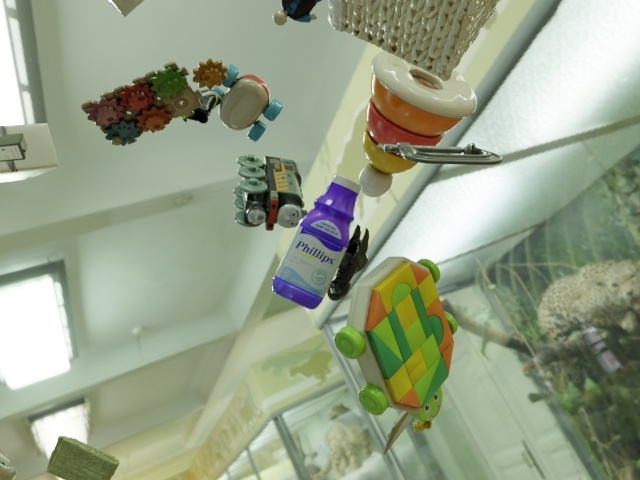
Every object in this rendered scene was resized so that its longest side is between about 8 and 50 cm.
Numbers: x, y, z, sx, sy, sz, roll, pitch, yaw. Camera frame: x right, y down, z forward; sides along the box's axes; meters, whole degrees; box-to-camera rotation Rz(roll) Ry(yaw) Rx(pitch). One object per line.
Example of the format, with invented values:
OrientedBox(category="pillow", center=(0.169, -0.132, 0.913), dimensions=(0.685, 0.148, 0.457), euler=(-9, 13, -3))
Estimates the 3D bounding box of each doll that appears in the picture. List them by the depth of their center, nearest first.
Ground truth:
OrientedBox(category="doll", center=(-0.045, -0.603, 1.474), dimensions=(0.189, 0.129, 0.046), euler=(-41, 12, 14))

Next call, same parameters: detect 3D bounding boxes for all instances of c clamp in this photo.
OrientedBox(category="c clamp", center=(0.168, -0.126, 0.845), dimensions=(0.160, 0.022, 0.137), euler=(3, 17, -2))

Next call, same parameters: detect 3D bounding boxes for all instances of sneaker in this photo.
OrientedBox(category="sneaker", center=(0.061, 0.052, 1.385), dimensions=(0.170, 0.051, 0.089), euler=(-51, -34, -19))
OrientedBox(category="sneaker", center=(-0.369, -0.395, 1.818), dimensions=(0.084, 0.097, 0.234), euler=(-27, 2, 28))

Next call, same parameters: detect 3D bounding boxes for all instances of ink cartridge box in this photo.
OrientedBox(category="ink cartridge box", center=(-0.812, -0.200, 1.440), dimensions=(0.198, 0.115, 0.273), euler=(-7, 7, 40))

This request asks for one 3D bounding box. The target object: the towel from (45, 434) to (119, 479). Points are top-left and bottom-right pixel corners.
OrientedBox(category="towel", center=(-0.530, 0.500, 1.336), dimensions=(0.110, 0.148, 0.027), euler=(-63, 5, 16))

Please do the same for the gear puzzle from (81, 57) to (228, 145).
OrientedBox(category="gear puzzle", center=(-0.365, -0.322, 1.403), dimensions=(0.338, 0.044, 0.175), euler=(-25, -29, 1))

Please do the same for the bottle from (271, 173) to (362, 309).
OrientedBox(category="bottle", center=(0.000, 0.000, 1.267), dimensions=(0.283, 0.118, 0.092), euler=(-64, 6, -1))

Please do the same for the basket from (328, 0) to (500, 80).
OrientedBox(category="basket", center=(0.204, -0.517, 1.015), dimensions=(0.331, 0.266, 0.328), euler=(-56, -9, -14))

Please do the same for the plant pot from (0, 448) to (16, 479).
OrientedBox(category="plant pot", center=(-0.721, 0.453, 1.025), dimensions=(0.305, 0.334, 0.334), euler=(-48, -11, -25))

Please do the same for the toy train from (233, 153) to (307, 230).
OrientedBox(category="toy train", center=(-0.140, -0.137, 1.658), dimensions=(0.190, 0.334, 0.142), euler=(5, -62, -12))

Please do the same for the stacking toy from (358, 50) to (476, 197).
OrientedBox(category="stacking toy", center=(0.252, -0.342, 1.956), dimensions=(0.350, 0.351, 0.480), euler=(-11, -40, -38))

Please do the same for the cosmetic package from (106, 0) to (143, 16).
OrientedBox(category="cosmetic package", center=(-0.535, -0.675, 1.590), dimensions=(0.099, 0.239, 0.060), euler=(-42, -44, -5))

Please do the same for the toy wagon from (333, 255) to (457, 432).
OrientedBox(category="toy wagon", center=(0.165, 0.204, 1.106), dimensions=(0.068, 0.344, 0.267), euler=(-4, 24, 47))

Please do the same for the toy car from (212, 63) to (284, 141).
OrientedBox(category="toy car", center=(-0.235, -0.503, 2.038), dimensions=(0.210, 0.219, 0.238), euler=(-42, 19, 40))

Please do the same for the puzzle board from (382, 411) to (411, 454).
OrientedBox(category="puzzle board", center=(0.185, 0.419, 1.374), dimensions=(0.128, 0.011, 0.096), euler=(-35, -36, -46))
